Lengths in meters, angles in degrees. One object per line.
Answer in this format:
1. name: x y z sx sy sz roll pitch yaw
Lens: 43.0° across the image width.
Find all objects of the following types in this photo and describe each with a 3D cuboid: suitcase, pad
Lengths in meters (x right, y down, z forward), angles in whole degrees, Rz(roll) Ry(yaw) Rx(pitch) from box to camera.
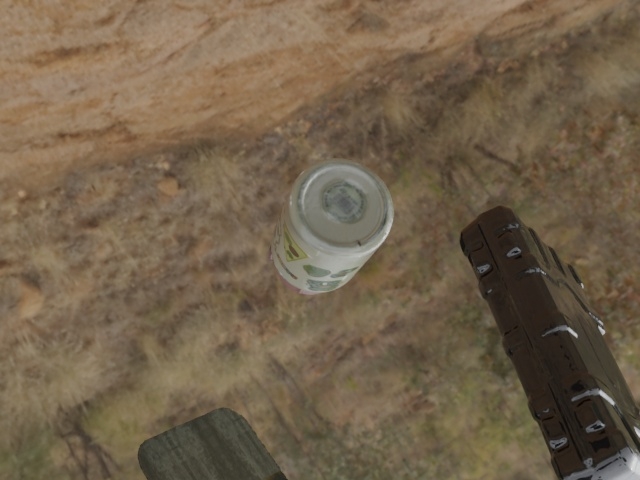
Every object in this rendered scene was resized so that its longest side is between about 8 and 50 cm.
1. suitcase: 0.241 0.116 0.789 0.066 0.285 0.206 -33 141 22
2. pad: -0.090 0.271 0.719 0.055 0.250 0.323 -40 164 9

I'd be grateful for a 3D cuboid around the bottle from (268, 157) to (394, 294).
1. bottle: 0.000 0.000 0.982 0.120 0.120 0.253 -25 169 -19
